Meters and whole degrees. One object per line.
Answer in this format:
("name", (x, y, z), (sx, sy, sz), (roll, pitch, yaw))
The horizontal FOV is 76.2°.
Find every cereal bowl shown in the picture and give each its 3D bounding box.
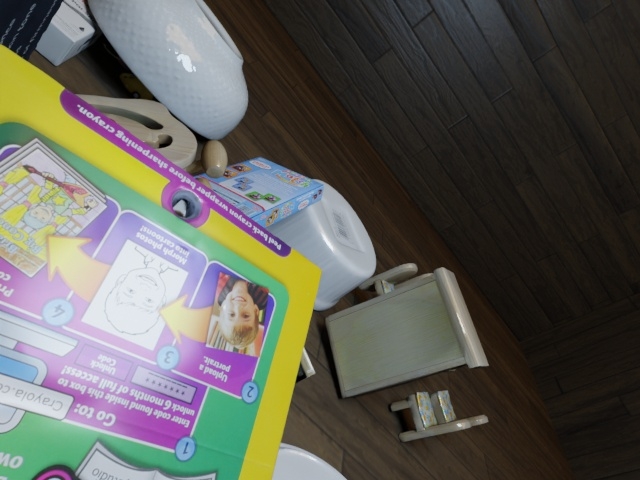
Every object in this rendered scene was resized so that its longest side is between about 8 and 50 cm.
("cereal bowl", (-0.253, -0.372, 0.788), (0.338, 0.141, 0.339), (54, 11, -15))

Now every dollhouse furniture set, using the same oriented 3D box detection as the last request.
("dollhouse furniture set", (0.235, 0.214, 0.872), (0.394, 0.257, 0.361), (23, 47, -52))

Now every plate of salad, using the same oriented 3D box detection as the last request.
("plate of salad", (-0.023, 0.317, 0.486), (0.200, 0.048, 0.200), (27, 4, -2))

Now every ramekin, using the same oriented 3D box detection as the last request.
("ramekin", (0.000, 0.000, 0.888), (0.277, 0.135, 0.277), (43, 27, -29))

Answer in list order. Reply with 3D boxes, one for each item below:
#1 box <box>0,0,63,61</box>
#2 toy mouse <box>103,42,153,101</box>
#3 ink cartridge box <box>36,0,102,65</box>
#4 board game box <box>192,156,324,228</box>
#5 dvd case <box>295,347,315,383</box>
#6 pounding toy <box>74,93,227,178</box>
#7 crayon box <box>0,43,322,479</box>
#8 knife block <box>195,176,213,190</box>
("box", (-0.297, -0.223, 0.170), (0.297, 0.480, 0.471), (38, 30, -34))
("toy mouse", (-0.329, -0.315, 0.782), (0.161, 0.031, 0.143), (48, 25, -19))
("ink cartridge box", (-0.410, -0.346, 0.634), (0.099, 0.056, 0.135), (42, 27, -30))
("board game box", (-0.117, -0.087, 0.721), (0.160, 0.039, 0.212), (27, 35, 23))
("dvd case", (-0.071, 0.109, 0.631), (0.221, 0.018, 0.164), (63, -18, 16))
("pounding toy", (-0.240, -0.075, 0.504), (0.270, 0.154, 0.154), (-3, 44, -26))
("crayon box", (-0.184, 0.081, 0.338), (0.363, 0.106, 0.312), (37, 52, -31))
("knife block", (-0.141, 0.071, 0.587), (0.242, 0.088, 0.275), (43, 27, -30))
